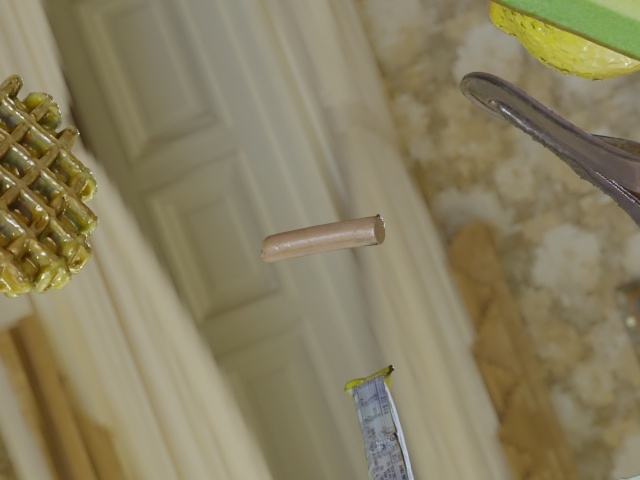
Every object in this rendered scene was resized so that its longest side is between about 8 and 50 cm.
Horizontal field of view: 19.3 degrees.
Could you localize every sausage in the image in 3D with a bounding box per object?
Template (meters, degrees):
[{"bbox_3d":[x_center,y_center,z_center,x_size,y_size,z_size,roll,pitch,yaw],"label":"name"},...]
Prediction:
[{"bbox_3d":[0.000,0.000,1.563,0.116,0.026,0.026,-10,-178,29],"label":"sausage"}]

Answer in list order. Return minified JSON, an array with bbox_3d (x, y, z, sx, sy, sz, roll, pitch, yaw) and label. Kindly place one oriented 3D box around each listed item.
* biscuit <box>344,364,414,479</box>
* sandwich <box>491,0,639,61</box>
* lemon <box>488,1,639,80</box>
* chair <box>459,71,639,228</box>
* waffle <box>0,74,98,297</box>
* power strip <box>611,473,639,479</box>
[{"bbox_3d":[0.052,0.174,1.526,0.048,0.026,0.292,-20,-156,4],"label":"biscuit"},{"bbox_3d":[0.142,-0.134,0.836,0.074,0.116,0.074,-59,168,-31],"label":"sandwich"},{"bbox_3d":[0.323,-0.314,2.028,0.310,0.258,0.258,-34,176,1],"label":"lemon"},{"bbox_3d":[0.251,-0.059,1.143,0.175,0.326,0.183,18,114,-45],"label":"chair"},{"bbox_3d":[-0.231,-0.043,1.262,0.191,0.191,0.038,-18,161,-42],"label":"waffle"},{"bbox_3d":[0.276,0.166,1.304,0.175,0.075,0.042,-7,177,-2],"label":"power strip"}]
